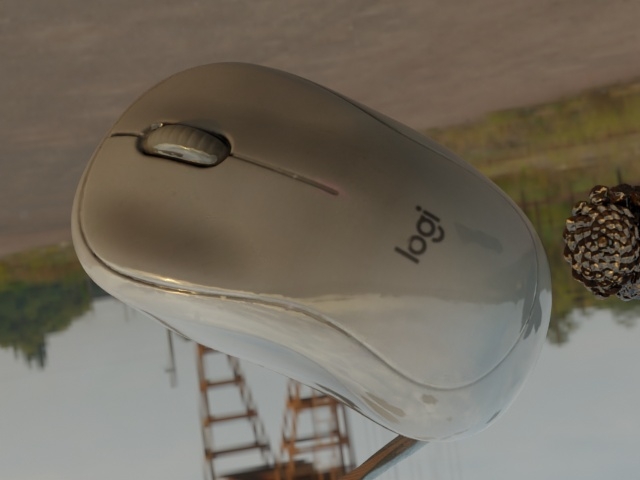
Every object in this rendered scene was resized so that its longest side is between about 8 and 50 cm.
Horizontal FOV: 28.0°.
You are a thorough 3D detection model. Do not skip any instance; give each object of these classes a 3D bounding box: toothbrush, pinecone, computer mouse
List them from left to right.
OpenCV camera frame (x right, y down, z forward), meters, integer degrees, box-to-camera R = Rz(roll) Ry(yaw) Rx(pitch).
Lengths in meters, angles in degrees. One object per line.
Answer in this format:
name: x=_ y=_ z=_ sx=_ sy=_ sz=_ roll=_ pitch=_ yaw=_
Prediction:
computer mouse: x=0.000 y=0.000 z=0.754 sx=0.297 sy=0.184 sz=0.121 roll=32 pitch=158 yaw=2
toothbrush: x=0.033 y=0.264 z=1.401 sx=0.375 sy=0.037 sz=0.028 roll=-28 pitch=-151 yaw=-33
pinecone: x=0.346 y=0.002 z=1.458 sx=0.120 sy=0.140 sz=0.140 roll=-8 pitch=180 yaw=-38
